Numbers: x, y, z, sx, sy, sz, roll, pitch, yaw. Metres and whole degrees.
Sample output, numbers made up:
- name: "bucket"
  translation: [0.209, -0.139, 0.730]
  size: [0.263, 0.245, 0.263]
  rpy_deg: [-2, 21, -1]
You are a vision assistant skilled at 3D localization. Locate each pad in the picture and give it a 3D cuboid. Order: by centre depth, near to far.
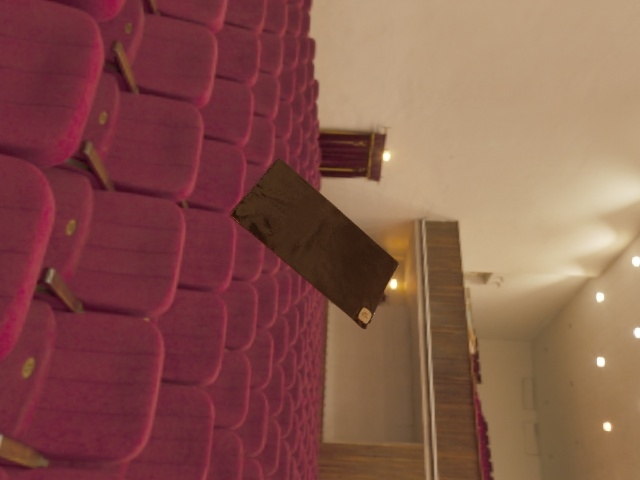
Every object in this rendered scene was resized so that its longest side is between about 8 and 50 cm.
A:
- name: "pad"
  translation: [0.000, 0.000, 0.655]
  size: [0.004, 0.193, 0.116]
  rpy_deg: [-42, -170, 46]
